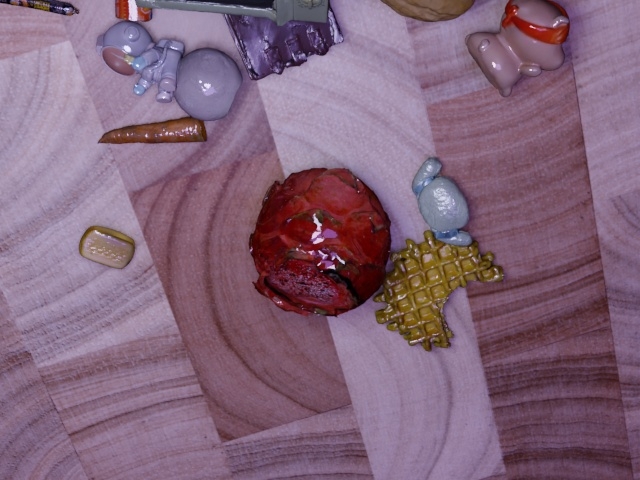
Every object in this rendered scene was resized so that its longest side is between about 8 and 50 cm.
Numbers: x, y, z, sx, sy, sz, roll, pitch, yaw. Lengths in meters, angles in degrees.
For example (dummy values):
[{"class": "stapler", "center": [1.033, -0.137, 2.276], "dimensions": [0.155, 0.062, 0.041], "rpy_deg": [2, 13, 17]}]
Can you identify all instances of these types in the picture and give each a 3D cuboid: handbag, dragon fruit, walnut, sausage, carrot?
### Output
[{"class": "handbag", "center": [-0.081, -0.442, 1.618], "dimensions": [0.203, 0.074, 0.216], "rpy_deg": [-26, 113, -7]}, {"class": "dragon fruit", "center": [0.000, 0.000, 1.687], "dimensions": [0.295, 0.295, 0.302], "rpy_deg": [5, 73, -9]}, {"class": "walnut", "center": [0.204, -0.534, 1.555], "dimensions": [0.257, 0.257, 0.225], "rpy_deg": [17, 76, -13]}, {"class": "sausage", "center": [-0.358, -0.557, 1.549], "dimensions": [0.074, 0.074, 0.274], "rpy_deg": [-1, 111, -7]}, {"class": "carrot", "center": [-0.350, -0.223, 1.693], "dimensions": [0.224, 0.057, 0.057], "rpy_deg": [-5, 111, 1]}, {"class": "sausage", "center": [-0.567, -0.460, 1.583], "dimensions": [0.198, 0.025, 0.028], "rpy_deg": [9, 107, -10]}]

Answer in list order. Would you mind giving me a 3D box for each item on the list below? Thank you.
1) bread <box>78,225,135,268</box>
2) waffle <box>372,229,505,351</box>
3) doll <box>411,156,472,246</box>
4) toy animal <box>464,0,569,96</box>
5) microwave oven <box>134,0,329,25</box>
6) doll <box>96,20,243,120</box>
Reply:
[{"class": "bread", "center": [-0.457, 0.011, 1.759], "dimensions": [0.115, 0.056, 0.082], "rpy_deg": [18, 108, -20]}, {"class": "waffle", "center": [0.260, 0.111, 1.885], "dimensions": [0.259, 0.069, 0.293], "rpy_deg": [28, 103, -17]}, {"class": "doll", "center": [0.268, -0.078, 1.803], "dimensions": [0.103, 0.071, 0.214], "rpy_deg": [-26, 99, 10]}, {"class": "toy animal", "center": [0.405, -0.407, 1.657], "dimensions": [0.197, 0.171, 0.171], "rpy_deg": [-36, 111, 22]}, {"class": "microwave oven", "center": [-0.147, -0.549, 1.443], "dimensions": [0.354, 0.218, 0.287], "rpy_deg": [4, 69, 0]}, {"class": "doll", "center": [-0.299, -0.342, 1.610], "dimensions": [0.287, 0.151, 0.151], "rpy_deg": [24, 106, -9]}]
